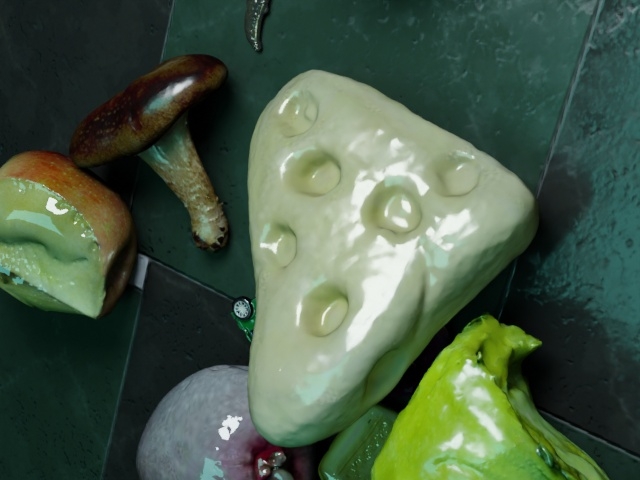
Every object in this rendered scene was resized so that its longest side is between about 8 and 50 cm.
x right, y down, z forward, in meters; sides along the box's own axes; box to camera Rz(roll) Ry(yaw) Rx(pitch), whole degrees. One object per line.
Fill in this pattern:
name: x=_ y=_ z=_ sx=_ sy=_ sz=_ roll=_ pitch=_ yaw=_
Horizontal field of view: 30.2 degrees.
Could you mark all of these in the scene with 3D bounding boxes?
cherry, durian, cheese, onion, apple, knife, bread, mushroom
cherry: x=-0.102 y=0.247 z=1.338 sx=0.266 sy=0.183 sz=0.213 roll=0 pitch=76 yaw=35
durian: x=0.162 y=0.269 z=1.151 sx=0.256 sy=0.204 sz=0.339 roll=34 pitch=94 yaw=9
cheese: x=0.000 y=0.000 z=1.209 sx=0.351 sy=0.129 sz=0.328 roll=-47 pitch=58 yaw=1
onion: x=0.078 y=0.115 z=1.253 sx=0.115 sy=0.104 sz=0.115 roll=8 pitch=115 yaw=18
apple: x=-0.315 y=-0.007 z=1.435 sx=0.188 sy=0.174 sz=0.207 roll=19 pitch=138 yaw=-1
knife: x=-0.034 y=-0.309 z=1.298 sx=0.045 sy=0.021 sz=0.222 roll=43 pitch=121 yaw=20
bread: x=0.053 y=0.236 z=1.301 sx=0.082 sy=0.056 sz=0.115 roll=31 pitch=75 yaw=12
mushroom: x=-0.154 y=-0.090 z=1.369 sx=0.227 sy=0.148 sz=0.217 roll=-26 pitch=102 yaw=42

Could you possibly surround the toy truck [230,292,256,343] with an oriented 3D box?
toy truck: x=-0.026 y=0.069 z=1.333 sx=0.147 sy=0.065 sz=0.079 roll=-29 pitch=86 yaw=31
